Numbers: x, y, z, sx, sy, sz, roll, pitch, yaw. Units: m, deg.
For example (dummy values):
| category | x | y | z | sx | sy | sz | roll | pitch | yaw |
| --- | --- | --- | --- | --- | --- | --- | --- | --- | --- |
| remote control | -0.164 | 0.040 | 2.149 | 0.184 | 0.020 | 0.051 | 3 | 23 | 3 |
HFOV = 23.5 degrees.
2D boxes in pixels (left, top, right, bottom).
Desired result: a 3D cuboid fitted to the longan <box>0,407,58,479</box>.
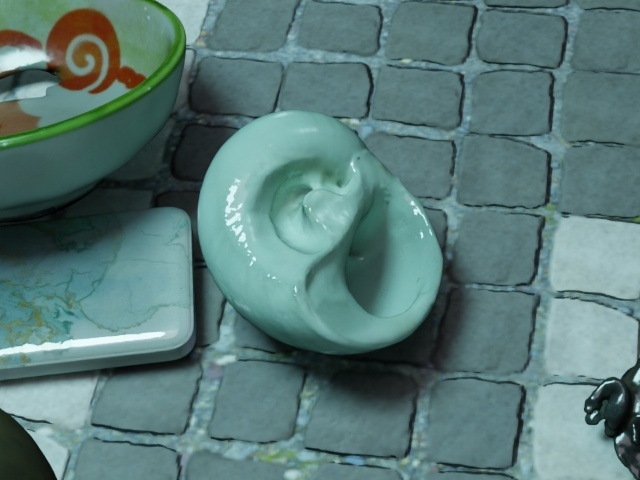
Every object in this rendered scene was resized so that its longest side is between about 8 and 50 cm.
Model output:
| category | x | y | z | sx | sy | sz | roll | pitch | yaw |
| --- | --- | --- | --- | --- | --- | --- | --- | --- | --- |
| longan | -0.283 | 0.232 | 0.956 | 0.243 | 0.300 | 0.300 | 50 | 62 | -9 |

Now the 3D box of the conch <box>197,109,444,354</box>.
| category | x | y | z | sx | sy | sz | roll | pitch | yaw |
| --- | --- | --- | --- | --- | --- | --- | --- | --- | --- |
| conch | 0.000 | 0.001 | 1.185 | 0.184 | 0.121 | 0.221 | -7 | 57 | -5 |

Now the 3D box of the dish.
| category | x | y | z | sx | sy | sz | roll | pitch | yaw |
| --- | --- | --- | --- | --- | --- | --- | --- | --- | --- |
| dish | -0.266 | -0.100 | 1.282 | 0.324 | 0.124 | 0.324 | -3 | 31 | 2 |

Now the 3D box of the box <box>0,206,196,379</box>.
| category | x | y | z | sx | sy | sz | roll | pitch | yaw |
| --- | --- | --- | --- | --- | --- | --- | --- | --- | --- |
| box | -0.242 | 0.047 | 1.225 | 0.285 | 0.044 | 0.142 | -6 | 54 | 1 |

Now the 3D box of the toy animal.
| category | x | y | z | sx | sy | sz | roll | pitch | yaw |
| --- | --- | --- | --- | --- | --- | --- | --- | --- | --- |
| toy animal | 0.310 | 0.131 | 1.085 | 0.232 | 0.084 | 0.148 | 18 | 66 | 18 |
